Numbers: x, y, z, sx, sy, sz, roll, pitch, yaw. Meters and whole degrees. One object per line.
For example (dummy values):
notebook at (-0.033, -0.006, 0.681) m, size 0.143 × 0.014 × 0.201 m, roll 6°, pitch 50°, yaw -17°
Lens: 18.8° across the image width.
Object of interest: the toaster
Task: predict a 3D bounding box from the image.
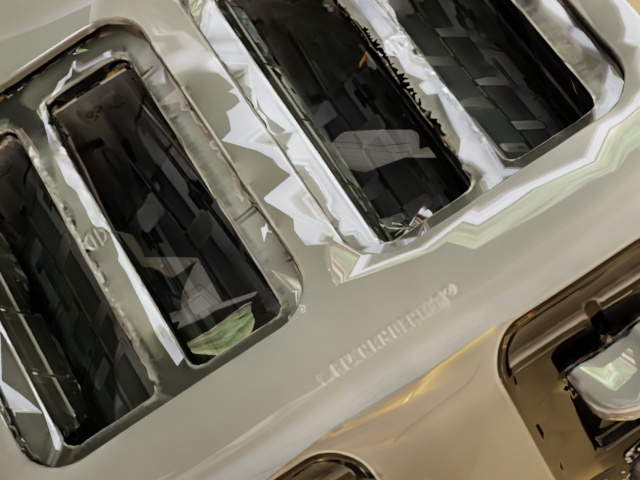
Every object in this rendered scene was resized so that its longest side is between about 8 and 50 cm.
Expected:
toaster at (0.000, 0.000, 0.444) m, size 0.185 × 0.168 × 0.110 m, roll 57°, pitch -2°, yaw 35°
